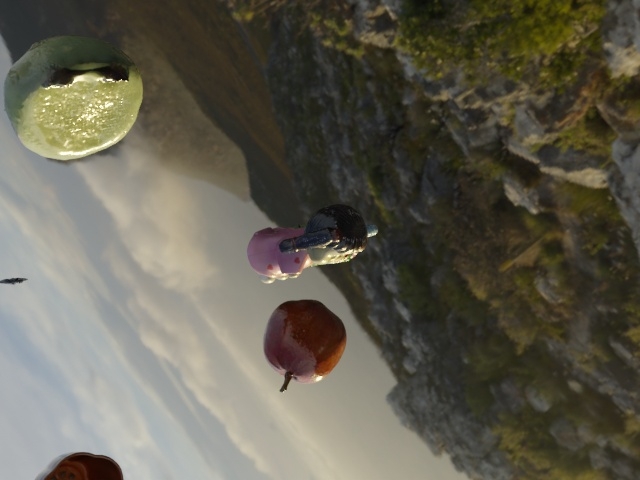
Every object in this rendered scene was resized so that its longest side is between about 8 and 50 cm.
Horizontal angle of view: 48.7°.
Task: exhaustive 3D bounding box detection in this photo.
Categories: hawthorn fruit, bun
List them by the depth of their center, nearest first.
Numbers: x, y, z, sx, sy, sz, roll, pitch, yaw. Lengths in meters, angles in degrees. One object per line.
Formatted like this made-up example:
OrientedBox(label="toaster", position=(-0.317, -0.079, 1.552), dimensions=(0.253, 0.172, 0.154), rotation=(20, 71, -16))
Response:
OrientedBox(label="bun", position=(-0.540, -0.324, 1.514), dimensions=(0.187, 0.293, 0.293), rotation=(53, 169, 30))
OrientedBox(label="hawthorn fruit", position=(-0.047, 0.246, 1.598), dimensions=(0.197, 0.225, 0.196), rotation=(14, 139, 12))

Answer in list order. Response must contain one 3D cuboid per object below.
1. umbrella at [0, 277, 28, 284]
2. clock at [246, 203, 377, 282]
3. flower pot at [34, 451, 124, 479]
OrientedBox(label="umbrella", position=(-0.578, 0.077, 1.329), dimensions=(0.122, 0.013, 0.022), rotation=(-7, 164, 45))
OrientedBox(label="clock", position=(0.000, 0.000, 1.216), dimensions=(0.196, 0.194, 0.100), rotation=(-16, 88, 32))
OrientedBox(label="flower pot", position=(-0.534, 0.545, 1.528), dimensions=(0.190, 0.191, 0.173), rotation=(56, 149, -12))
